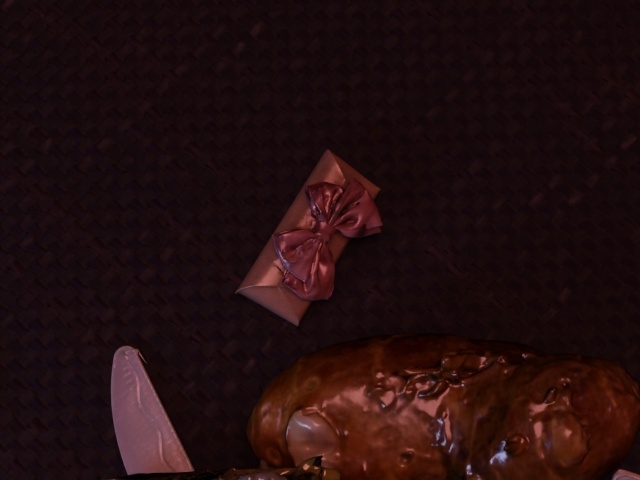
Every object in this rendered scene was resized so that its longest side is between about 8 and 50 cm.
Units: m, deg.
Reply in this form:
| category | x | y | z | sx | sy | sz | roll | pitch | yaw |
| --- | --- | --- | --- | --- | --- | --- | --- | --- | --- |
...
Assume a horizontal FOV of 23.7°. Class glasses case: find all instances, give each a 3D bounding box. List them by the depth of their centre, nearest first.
| category | x | y | z | sx | sy | sz | roll | pitch | yaw |
| --- | --- | --- | --- | --- | --- | --- | --- | --- | --- |
| glasses case | 0.000 | 0.000 | 1.673 | 0.102 | 0.070 | 0.193 | 31 | 77 | 5 |

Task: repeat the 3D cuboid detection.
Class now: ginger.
| category | x | y | z | sx | sy | sz | roll | pitch | yaw |
| --- | --- | --- | --- | --- | --- | --- | --- | --- | --- |
| ginger | 0.131 | 0.184 | 1.544 | 0.419 | 0.254 | 0.176 | -1 | 91 | 1 |

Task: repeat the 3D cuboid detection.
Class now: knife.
| category | x | y | z | sx | sy | sz | roll | pitch | yaw |
| --- | --- | --- | --- | --- | --- | --- | --- | --- | --- |
| knife | -0.151 | 0.266 | 1.623 | 0.081 | 0.043 | 0.336 | -32 | 72 | -1 |

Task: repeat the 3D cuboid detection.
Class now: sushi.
| category | x | y | z | sx | sy | sz | roll | pitch | yaw |
| --- | --- | --- | --- | --- | --- | --- | --- | --- | --- |
| sushi | -0.104 | 0.289 | 1.509 | 0.291 | 0.131 | 0.139 | -8 | 78 | 23 |

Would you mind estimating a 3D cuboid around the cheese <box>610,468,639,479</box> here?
| category | x | y | z | sx | sy | sz | roll | pitch | yaw |
| --- | --- | --- | --- | --- | --- | --- | --- | --- | --- |
| cheese | 0.272 | 0.341 | 1.533 | 0.127 | 0.054 | 0.251 | 17 | 111 | 3 |
